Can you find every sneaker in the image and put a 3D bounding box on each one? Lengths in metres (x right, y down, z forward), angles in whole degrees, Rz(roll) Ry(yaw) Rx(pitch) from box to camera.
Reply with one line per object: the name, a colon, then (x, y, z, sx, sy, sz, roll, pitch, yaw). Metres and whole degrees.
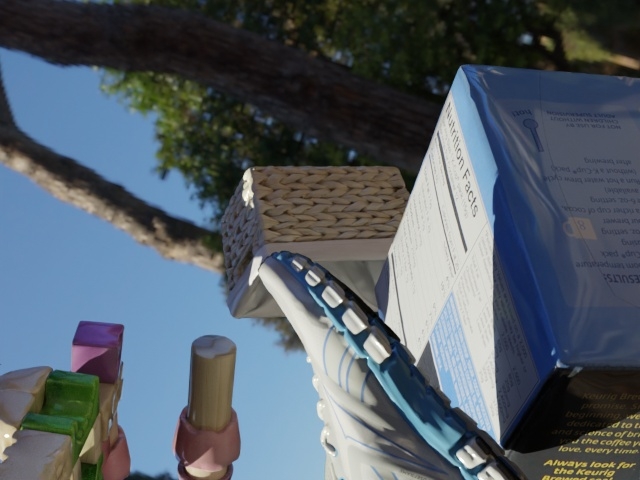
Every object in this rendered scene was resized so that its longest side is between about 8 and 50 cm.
sneaker: (0.021, 0.089, 0.533, 0.083, 0.190, 0.071, -42, -15, 6)

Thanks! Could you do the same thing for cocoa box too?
cocoa box: (0.238, 0.052, 0.678, 0.228, 0.347, 0.231, 107, 160, -47)

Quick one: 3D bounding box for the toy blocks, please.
toy blocks: (-0.237, 0.240, 0.925, 0.288, 0.309, 0.260, -80, -3, -62)

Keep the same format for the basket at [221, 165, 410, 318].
basket: (0.000, 0.000, 0.971, 0.113, 0.167, 0.103, 124, 138, -52)
